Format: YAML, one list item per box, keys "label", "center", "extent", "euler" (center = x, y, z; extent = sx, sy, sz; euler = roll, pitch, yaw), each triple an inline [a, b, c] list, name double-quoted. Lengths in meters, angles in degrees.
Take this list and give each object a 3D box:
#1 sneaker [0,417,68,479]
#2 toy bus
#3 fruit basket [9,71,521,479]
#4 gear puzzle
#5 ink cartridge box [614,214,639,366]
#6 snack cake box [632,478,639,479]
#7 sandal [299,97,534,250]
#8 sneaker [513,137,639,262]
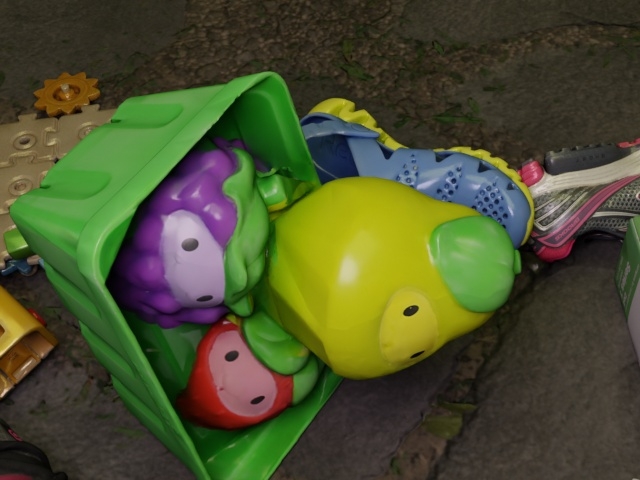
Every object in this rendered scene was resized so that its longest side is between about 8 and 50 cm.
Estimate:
- label: "sneaker"
  center: [-0.268, 0.238, 0.878]
  extent: [0.483, 0.185, 0.202]
  euler: [12, 42, 1]
- label: "toy bus"
  center: [-0.367, 0.066, 1.041]
  extent: [0.202, 0.104, 0.190]
  euler: [-4, 68, -1]
- label: "fruit basket"
  center: [-0.031, 0.051, 0.900]
  extent: [0.392, 0.392, 0.283]
  euler: [26, 57, 22]
- label: "gear puzzle"
  center: [-0.319, -0.089, 1.240]
  extent: [0.176, 0.044, 0.338]
  euler: [-9, 48, -2]
- label: "ink cartridge box"
  center: [0.422, 0.108, 0.991]
  extent: [0.202, 0.117, 0.278]
  euler: [-4, 51, 0]
- label: "snack cake box"
  center: [0.289, 0.333, 0.777]
  extent: [0.152, 0.089, 0.264]
  euler: [8, 63, 31]
- label: "sandal"
  center: [0.078, -0.057, 1.119]
  extent: [0.317, 0.126, 0.138]
  euler: [22, 25, 28]
- label: "sneaker"
  center: [0.356, -0.054, 1.143]
  extent: [0.299, 0.121, 0.112]
  euler: [-12, 81, -8]
